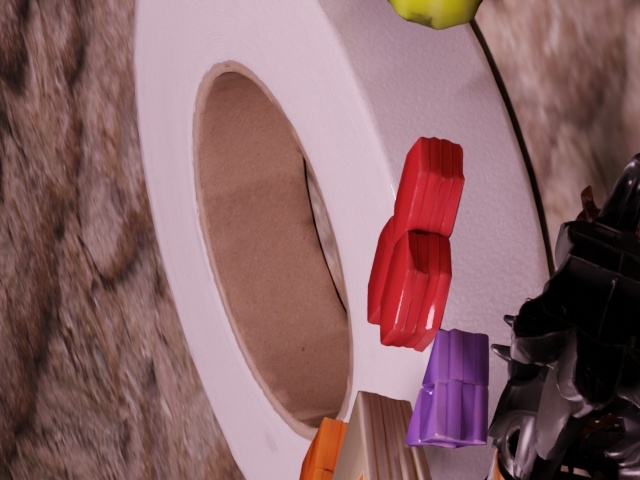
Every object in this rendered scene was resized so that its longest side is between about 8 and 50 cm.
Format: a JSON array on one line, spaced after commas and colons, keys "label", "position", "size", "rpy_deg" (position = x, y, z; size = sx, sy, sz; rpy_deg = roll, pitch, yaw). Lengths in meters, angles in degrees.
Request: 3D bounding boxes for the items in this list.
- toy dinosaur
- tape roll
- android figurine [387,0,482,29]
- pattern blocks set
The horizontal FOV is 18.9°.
[{"label": "toy dinosaur", "position": [0.101, 0.097, 0.658], "size": [0.218, 0.164, 0.322], "rpy_deg": [110, 147, -42]}, {"label": "tape roll", "position": [0.000, 0.000, 1.021], "size": [0.392, 0.072, 0.392], "rpy_deg": [164, 90, -70]}, {"label": "android figurine", "position": [0.041, -0.227, 0.773], "size": [0.273, 0.056, 0.248], "rpy_deg": [94, 152, -43]}, {"label": "pattern blocks set", "position": [0.011, 0.155, 0.709], "size": [0.285, 0.026, 0.325], "rpy_deg": [-90, 14, -56]}]
